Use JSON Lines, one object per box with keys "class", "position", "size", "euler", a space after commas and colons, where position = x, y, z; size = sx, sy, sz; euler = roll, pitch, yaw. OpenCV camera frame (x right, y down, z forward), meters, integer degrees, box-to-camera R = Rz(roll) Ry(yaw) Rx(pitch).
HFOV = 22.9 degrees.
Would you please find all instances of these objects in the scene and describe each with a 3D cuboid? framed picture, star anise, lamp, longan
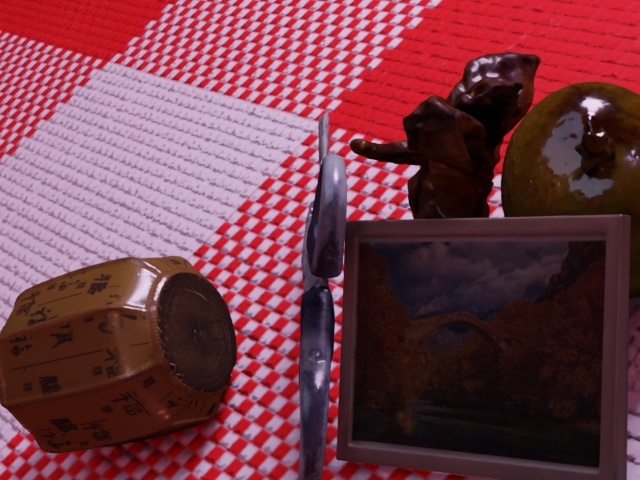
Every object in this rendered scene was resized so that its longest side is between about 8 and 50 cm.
{"class": "framed picture", "position": [0.107, 0.074, 1.098], "size": [0.250, 0.016, 0.184], "euler": [1, 88, 44]}
{"class": "star anise", "position": [0.104, -0.061, 1.219], "size": [0.111, 0.212, 0.196], "euler": [15, 50, 23]}
{"class": "lamp", "position": [-0.172, 0.096, 1.326], "size": [0.185, 0.161, 0.161], "euler": [-18, 36, 30]}
{"class": "longan", "position": [0.198, -0.039, 1.113], "size": [0.155, 0.176, 0.145], "euler": [33, 74, 27]}

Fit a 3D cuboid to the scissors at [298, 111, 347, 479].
{"class": "scissors", "position": [0.000, 0.000, 1.272], "size": [0.029, 0.256, 0.383], "euler": [4, 25, -1]}
